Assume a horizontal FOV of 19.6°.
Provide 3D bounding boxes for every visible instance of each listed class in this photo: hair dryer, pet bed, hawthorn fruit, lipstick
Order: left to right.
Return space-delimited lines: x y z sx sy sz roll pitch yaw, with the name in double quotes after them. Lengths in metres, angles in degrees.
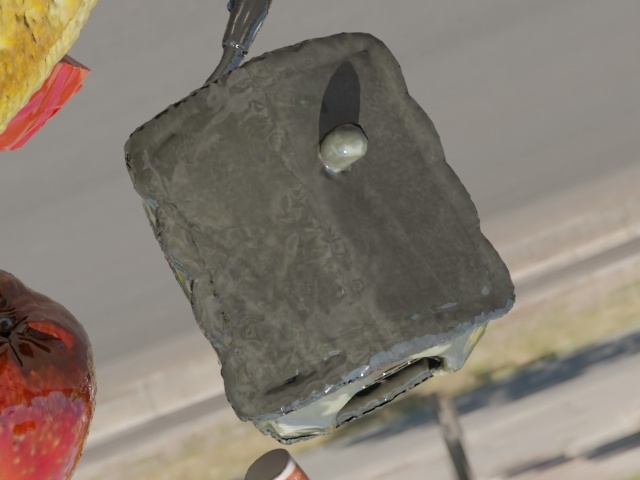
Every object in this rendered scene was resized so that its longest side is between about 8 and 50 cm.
-0.365 0.183 1.941 0.275 0.300 0.275 4 -163 -1 "hawthorn fruit"
-0.084 -0.214 1.520 0.195 0.219 0.075 13 154 -4 "hair dryer"
-0.003 0.206 1.319 0.038 0.131 0.038 -29 -154 15 "lipstick"
0.000 0.000 1.122 0.183 0.211 0.159 -24 168 -7 "pet bed"

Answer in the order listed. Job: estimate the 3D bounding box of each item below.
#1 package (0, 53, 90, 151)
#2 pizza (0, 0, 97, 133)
-0.330 -0.184 1.640 0.123 0.196 0.423 -46 -179 3 "package"
-0.198 -0.149 1.081 0.087 0.268 0.258 9 -178 25 "pizza"
